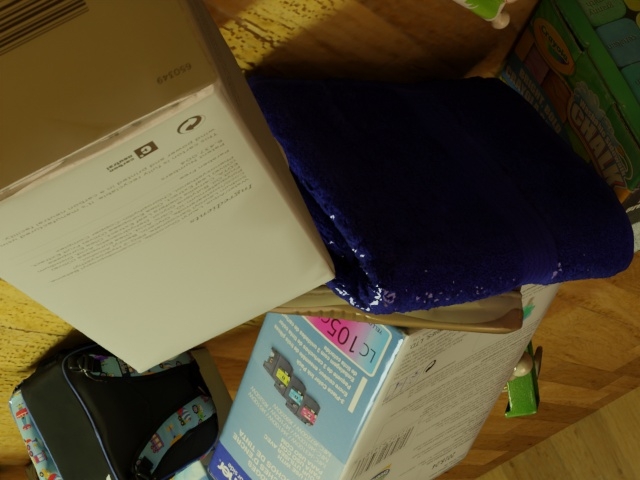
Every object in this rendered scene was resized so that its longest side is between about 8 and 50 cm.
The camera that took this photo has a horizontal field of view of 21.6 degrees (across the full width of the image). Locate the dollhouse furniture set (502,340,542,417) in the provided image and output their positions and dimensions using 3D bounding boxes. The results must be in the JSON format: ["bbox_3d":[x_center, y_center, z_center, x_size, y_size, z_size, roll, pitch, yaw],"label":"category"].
[{"bbox_3d":[0.190,0.144,2.245,0.198,0.151,0.301,-9,-176,10],"label":"dollhouse furniture set"}]

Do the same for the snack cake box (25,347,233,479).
[{"bbox_3d":[-0.194,0.247,1.813,0.089,0.152,0.264,-8,154,-49],"label":"snack cake box"}]

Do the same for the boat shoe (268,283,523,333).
[{"bbox_3d":[0.000,0.000,1.362,0.342,0.123,0.123,7,179,0],"label":"boat shoe"}]

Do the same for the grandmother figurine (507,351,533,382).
[{"bbox_3d":[0.169,0.071,1.783,0.104,0.208,0.342,17,129,-15],"label":"grandmother figurine"}]

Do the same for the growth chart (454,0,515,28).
[{"bbox_3d":[0.178,-0.237,1.187,0.237,0.021,0.172,-36,160,25],"label":"growth chart"}]

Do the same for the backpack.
[{"bbox_3d":[-0.187,0.165,1.600,0.117,0.158,0.173,-29,177,35],"label":"backpack"}]

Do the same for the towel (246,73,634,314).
[{"bbox_3d":[0.085,-0.050,1.267,0.308,0.227,0.076,-9,136,-45],"label":"towel"}]

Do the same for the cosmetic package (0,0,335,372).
[{"bbox_3d":[-0.117,-0.070,0.932,0.155,0.197,0.365,-27,162,0],"label":"cosmetic package"}]

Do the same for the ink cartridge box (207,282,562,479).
[{"bbox_3d":[0.057,0.137,1.640,0.270,0.151,0.395,-24,146,-41],"label":"ink cartridge box"}]

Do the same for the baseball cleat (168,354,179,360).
[{"bbox_3d":[-0.127,0.053,1.459,0.109,0.072,0.206,-32,-172,-12],"label":"baseball cleat"}]

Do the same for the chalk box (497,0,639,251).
[{"bbox_3d":[0.277,-0.125,1.396,0.180,0.179,0.289,-20,161,-21],"label":"chalk box"}]
